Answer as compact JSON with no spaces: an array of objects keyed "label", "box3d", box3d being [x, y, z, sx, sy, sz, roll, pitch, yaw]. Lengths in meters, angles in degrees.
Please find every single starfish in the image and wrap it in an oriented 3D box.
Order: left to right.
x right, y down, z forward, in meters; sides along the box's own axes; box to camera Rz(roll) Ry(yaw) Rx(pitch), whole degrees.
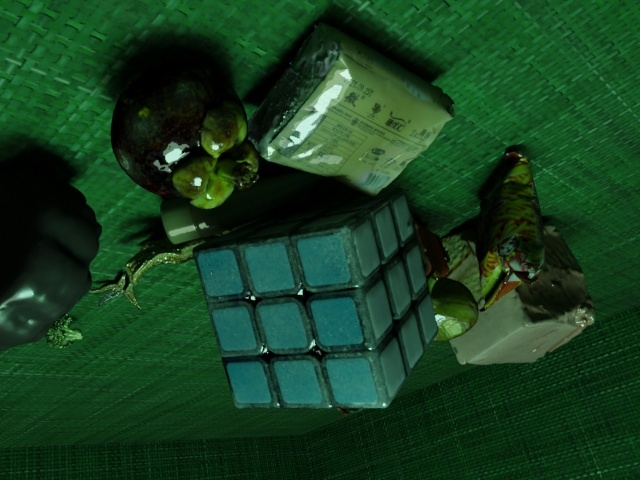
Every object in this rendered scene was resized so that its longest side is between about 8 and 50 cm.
[{"label":"starfish","box3d":[-0.449,0.119,1.370,0.133,0.041,0.130,-16,146,20]},{"label":"starfish","box3d":[-0.262,0.015,1.171,0.238,0.216,0.071,0,118,25]}]

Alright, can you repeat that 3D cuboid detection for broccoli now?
[{"label":"broccoli","box3d":[-0.618,0.218,1.455,0.091,0.097,0.095,5,180,-22]}]

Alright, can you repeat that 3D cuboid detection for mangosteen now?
[{"label":"mangosteen","box3d":[-0.171,-0.128,0.813,0.192,0.217,0.192,-33,152,-21]}]

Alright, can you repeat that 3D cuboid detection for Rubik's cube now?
[{"label":"Rubik's cube","box3d":[0.006,0.095,1.073,0.300,0.305,0.303,-10,-169,29]}]

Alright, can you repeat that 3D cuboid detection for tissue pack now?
[{"label":"tissue pack","box3d":[0.047,-0.177,0.906,0.256,0.123,0.215,12,131,-43]}]

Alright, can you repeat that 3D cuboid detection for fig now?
[{"label":"fig","box3d":[0.236,0.124,1.226,0.149,0.149,0.245,-20,152,14]}]

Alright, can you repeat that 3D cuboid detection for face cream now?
[{"label":"face cream","box3d":[-0.115,-0.074,1.105,0.341,0.084,0.137,-15,164,-3]}]

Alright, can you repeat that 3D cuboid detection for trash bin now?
[{"label":"trash bin","box3d":[0.180,0.022,1.353,0.161,0.185,0.238,-26,162,25]}]

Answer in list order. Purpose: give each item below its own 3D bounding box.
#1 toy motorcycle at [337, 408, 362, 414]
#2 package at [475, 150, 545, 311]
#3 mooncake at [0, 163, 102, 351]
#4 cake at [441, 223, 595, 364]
[{"label":"toy motorcycle","box3d":[0.094,0.364,1.883,0.147,0.221,0.326,17,96,-50]},{"label":"package","box3d":[0.381,-0.008,1.228,0.108,0.288,0.223,11,153,-6]},{"label":"mooncake","box3d":[-0.469,0.029,0.923,0.282,0.283,0.141,-22,147,18]},{"label":"cake","box3d":[0.466,0.126,1.515,0.314,0.307,0.293,1,149,-28]}]
